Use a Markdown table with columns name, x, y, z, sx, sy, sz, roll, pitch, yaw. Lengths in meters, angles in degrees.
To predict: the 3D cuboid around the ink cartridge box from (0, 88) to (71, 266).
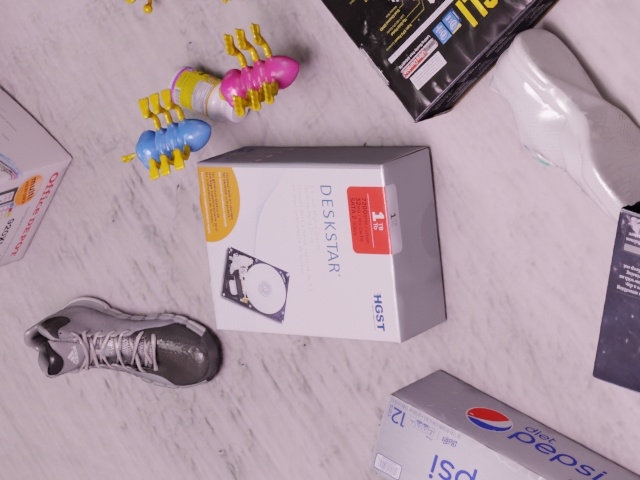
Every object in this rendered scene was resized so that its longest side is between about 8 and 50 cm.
| name | x | y | z | sx | sy | sz | roll | pitch | yaw |
| --- | --- | --- | --- | --- | --- | --- | --- | --- | --- |
| ink cartridge box | -0.432 | -0.061 | 2.164 | 0.168 | 0.232 | 0.171 | 43 | 123 | 17 |

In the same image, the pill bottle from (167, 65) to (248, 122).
| name | x | y | z | sx | sy | sz | roll | pitch | yaw |
| --- | --- | --- | --- | --- | --- | --- | --- | --- | --- |
| pill bottle | -0.116 | -0.150 | 2.027 | 0.083 | 0.043 | 0.043 | 24 | 115 | 29 |

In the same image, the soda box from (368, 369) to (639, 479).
| name | x | y | z | sx | sy | sz | roll | pitch | yaw |
| --- | --- | --- | --- | --- | --- | --- | --- | --- | --- |
| soda box | 0.193 | 0.234 | 1.872 | 0.286 | 0.098 | 0.091 | 27 | 116 | 27 |

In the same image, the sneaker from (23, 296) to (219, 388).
| name | x | y | z | sx | sy | sz | roll | pitch | yaw |
| --- | --- | --- | --- | --- | --- | --- | --- | --- | --- |
| sneaker | -0.231 | 0.127 | 2.131 | 0.228 | 0.132 | 0.086 | 10 | 108 | 34 |

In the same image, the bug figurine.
| name | x | y | z | sx | sy | sz | roll | pitch | yaw |
| --- | --- | --- | --- | --- | --- | --- | --- | --- | --- |
| bug figurine | -0.122 | -0.202 | 1.976 | 0.216 | 0.072 | 0.279 | -15 | 74 | 28 |

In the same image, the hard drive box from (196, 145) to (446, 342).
| name | x | y | z | sx | sy | sz | roll | pitch | yaw |
| --- | --- | --- | --- | --- | --- | --- | --- | --- | --- |
| hard drive box | 0.000 | 0.000 | 1.956 | 0.232 | 0.089 | 0.181 | 1 | 104 | 36 |

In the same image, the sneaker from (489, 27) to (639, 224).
| name | x | y | z | sx | sy | sz | roll | pitch | yaw |
| --- | --- | --- | --- | --- | --- | --- | --- | --- | --- |
| sneaker | 0.230 | -0.088 | 1.783 | 0.212 | 0.080 | 0.094 | 58 | 139 | 17 |

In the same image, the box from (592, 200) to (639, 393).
| name | x | y | z | sx | sy | sz | roll | pitch | yaw |
| --- | --- | --- | --- | --- | --- | --- | --- | --- | --- |
| box | 0.320 | 0.041 | 1.691 | 0.093 | 0.156 | 0.158 | 19 | 113 | 30 |

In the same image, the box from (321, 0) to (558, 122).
| name | x | y | z | sx | sy | sz | roll | pitch | yaw |
| --- | --- | --- | --- | --- | --- | --- | --- | --- | --- |
| box | 0.124 | -0.307 | 1.789 | 0.257 | 0.079 | 0.322 | 52 | 126 | 11 |
